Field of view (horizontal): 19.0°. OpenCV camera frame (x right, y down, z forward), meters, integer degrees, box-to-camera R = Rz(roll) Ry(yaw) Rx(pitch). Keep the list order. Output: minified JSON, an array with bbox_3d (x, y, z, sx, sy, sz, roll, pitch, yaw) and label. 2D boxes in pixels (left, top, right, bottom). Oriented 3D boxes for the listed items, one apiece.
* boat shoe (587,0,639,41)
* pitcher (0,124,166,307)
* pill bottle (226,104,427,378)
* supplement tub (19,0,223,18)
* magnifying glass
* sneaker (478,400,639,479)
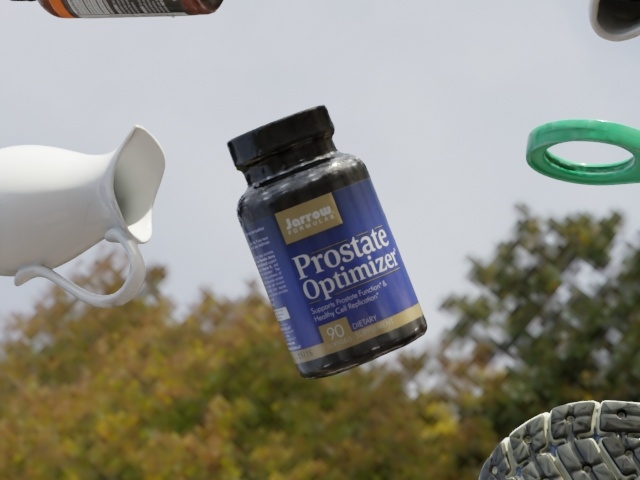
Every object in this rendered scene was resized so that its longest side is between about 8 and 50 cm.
[{"bbox_3d":[0.249,-0.204,1.109,0.258,0.095,0.084,-49,17,45],"label":"boat shoe"},{"bbox_3d":[-0.257,-0.011,1.827,0.207,0.178,0.125,-9,-26,21],"label":"pitcher"},{"bbox_3d":[0.000,0.000,1.657,0.123,0.219,0.123,-22,1,0],"label":"pill bottle"},{"bbox_3d":[-0.185,-0.248,1.678,0.106,0.198,0.106,2,-90,-71],"label":"supplement tub"},{"bbox_3d":[0.278,-0.062,1.514,0.092,0.231,0.026,84,-168,-69],"label":"magnifying glass"},{"bbox_3d":[0.305,0.214,1.745,0.330,0.130,0.147,-13,-29,-5],"label":"sneaker"}]
